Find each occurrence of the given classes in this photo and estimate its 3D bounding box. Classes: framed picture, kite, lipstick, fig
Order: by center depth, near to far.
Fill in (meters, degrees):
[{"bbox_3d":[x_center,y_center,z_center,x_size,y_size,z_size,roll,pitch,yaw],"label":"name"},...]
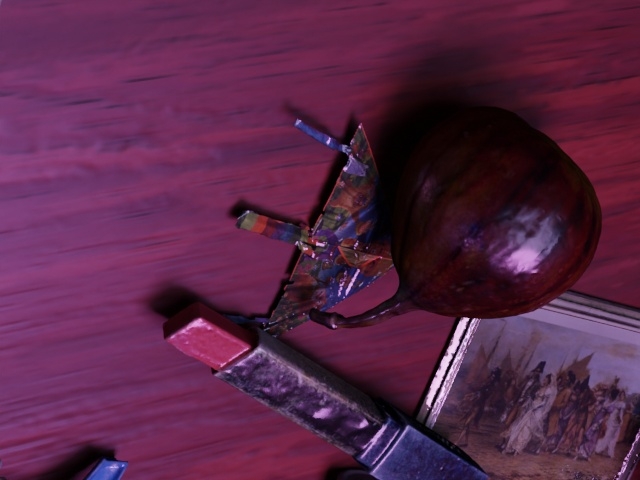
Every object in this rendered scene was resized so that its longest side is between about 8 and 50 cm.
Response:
[{"bbox_3d":[0.115,-0.005,1.176,0.202,0.148,0.149,-55,176,-25],"label":"fig"},{"bbox_3d":[0.000,0.000,1.202,0.160,0.010,0.183,15,108,-41],"label":"kite"},{"bbox_3d":[0.004,0.119,1.229,0.312,0.051,0.051,35,96,-36],"label":"lipstick"},{"bbox_3d":[0.190,0.143,1.396,0.274,0.017,0.217,12,105,-37],"label":"framed picture"}]

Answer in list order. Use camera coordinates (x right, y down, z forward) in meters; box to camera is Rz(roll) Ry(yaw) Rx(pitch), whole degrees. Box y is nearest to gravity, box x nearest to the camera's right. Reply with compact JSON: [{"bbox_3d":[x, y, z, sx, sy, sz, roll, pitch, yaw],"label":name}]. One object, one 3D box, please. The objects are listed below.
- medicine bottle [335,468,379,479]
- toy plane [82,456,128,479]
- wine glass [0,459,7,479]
[{"bbox_3d":[0.010,0.279,1.320,0.057,0.057,0.199,7,110,-36],"label":"medicine bottle"},{"bbox_3d":[-0.181,0.271,1.119,0.271,0.105,0.254,12,79,-51],"label":"toy plane"},{"bbox_3d":[-0.278,0.146,1.055,0.155,0.072,0.072,28,96,-40],"label":"wine glass"}]
